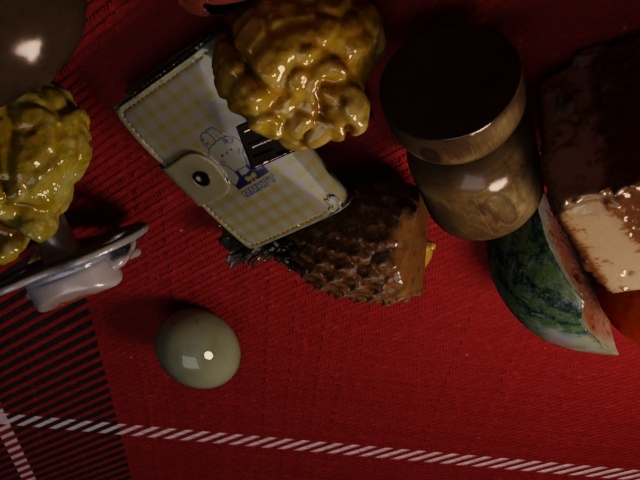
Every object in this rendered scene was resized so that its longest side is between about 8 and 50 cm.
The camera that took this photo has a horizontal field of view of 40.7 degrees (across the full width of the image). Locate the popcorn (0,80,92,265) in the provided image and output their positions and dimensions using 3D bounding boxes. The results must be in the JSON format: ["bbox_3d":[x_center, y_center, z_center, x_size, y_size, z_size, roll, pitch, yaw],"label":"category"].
[{"bbox_3d":[-0.453,-0.118,1.247,0.242,0.235,0.250,42,118,-14],"label":"popcorn"}]

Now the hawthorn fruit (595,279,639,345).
[{"bbox_3d":[0.568,0.062,1.335,0.284,0.284,0.284,3,142,2],"label":"hawthorn fruit"}]

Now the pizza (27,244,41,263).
[{"bbox_3d":[-0.491,0.020,1.578,0.123,0.026,0.108,0,139,7],"label":"pizza"}]

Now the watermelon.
[{"bbox_3d":[0.385,0.071,1.436,0.176,0.260,0.256,-9,158,-4],"label":"watermelon"}]

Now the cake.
[{"bbox_3d":[0.465,-0.107,1.147,0.290,0.255,0.282,-16,139,31],"label":"cake"}]

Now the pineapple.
[{"bbox_3d":[0.000,0.000,1.384,0.362,0.202,0.202,1,143,22],"label":"pineapple"}]

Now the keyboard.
[{"bbox_3d":[-0.018,-0.164,1.192,0.202,0.011,0.067,-26,106,-21],"label":"keyboard"}]

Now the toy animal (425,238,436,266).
[{"bbox_3d":[0.161,0.050,1.520,0.083,0.070,0.159,-2,146,6],"label":"toy animal"}]

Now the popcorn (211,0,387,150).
[{"bbox_3d":[-0.013,-0.214,1.078,0.200,0.203,0.226,-40,166,35],"label":"popcorn"}]

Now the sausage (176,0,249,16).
[{"bbox_3d":[-0.081,-0.364,0.953,0.152,0.152,0.280,26,138,-25],"label":"sausage"}]

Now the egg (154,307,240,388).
[{"bbox_3d":[-0.238,0.213,1.695,0.149,0.149,0.192,-22,136,30],"label":"egg"}]

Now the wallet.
[{"bbox_3d":[-0.128,-0.132,1.248,0.223,0.077,0.309,-27,115,28],"label":"wallet"}]

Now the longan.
[{"bbox_3d":[-0.416,-0.272,1.026,0.258,0.258,0.258,3,142,2],"label":"longan"}]

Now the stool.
[{"bbox_3d":[0.197,-0.136,1.156,0.179,0.179,0.264,-9,149,16],"label":"stool"}]

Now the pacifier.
[{"bbox_3d":[-0.439,-0.014,1.432,0.299,0.244,0.233,-19,106,9],"label":"pacifier"}]
